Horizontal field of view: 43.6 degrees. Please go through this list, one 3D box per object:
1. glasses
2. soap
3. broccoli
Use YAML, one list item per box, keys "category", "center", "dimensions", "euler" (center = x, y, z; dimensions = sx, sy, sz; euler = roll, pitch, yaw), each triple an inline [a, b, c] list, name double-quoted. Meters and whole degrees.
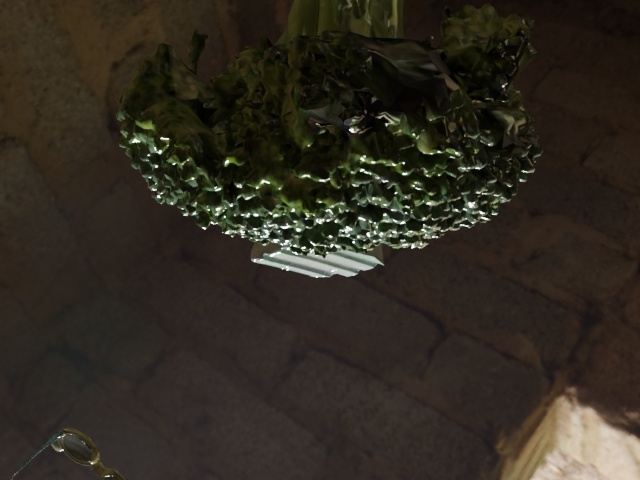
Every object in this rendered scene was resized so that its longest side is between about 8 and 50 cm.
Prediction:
- category: "glasses"
  center: [-0.412, 0.412, 1.326]
  dimensions: [0.189, 0.088, 0.220]
  euler: [48, -169, 3]
- category: "soap"
  center: [0.000, 0.000, 1.446]
  dimensions: [0.145, 0.091, 0.231]
  euler: [-21, 156, 35]
- category: "broccoli"
  center: [0.019, -0.110, 0.736]
  dimensions: [0.277, 0.317, 0.338]
  euler: [32, -178, -46]
